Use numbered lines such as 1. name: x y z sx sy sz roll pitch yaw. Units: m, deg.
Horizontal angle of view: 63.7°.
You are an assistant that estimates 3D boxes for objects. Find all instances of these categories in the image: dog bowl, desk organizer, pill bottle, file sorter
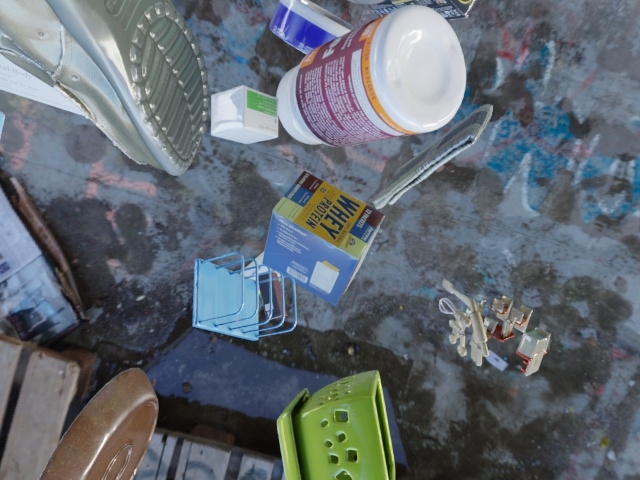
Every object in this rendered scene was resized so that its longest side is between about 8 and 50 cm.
1. dog bowl: -0.004 -0.574 1.417 0.264 0.265 0.104 30 115 -1
2. desk organizer: -0.135 0.155 1.441 0.047 0.050 0.130 -18 76 14
3. pill bottle: 0.082 -0.315 1.072 0.223 0.392 0.224 -2 94 -34
4. file sorter: -0.130 0.100 0.917 0.104 0.170 0.118 -16 65 26

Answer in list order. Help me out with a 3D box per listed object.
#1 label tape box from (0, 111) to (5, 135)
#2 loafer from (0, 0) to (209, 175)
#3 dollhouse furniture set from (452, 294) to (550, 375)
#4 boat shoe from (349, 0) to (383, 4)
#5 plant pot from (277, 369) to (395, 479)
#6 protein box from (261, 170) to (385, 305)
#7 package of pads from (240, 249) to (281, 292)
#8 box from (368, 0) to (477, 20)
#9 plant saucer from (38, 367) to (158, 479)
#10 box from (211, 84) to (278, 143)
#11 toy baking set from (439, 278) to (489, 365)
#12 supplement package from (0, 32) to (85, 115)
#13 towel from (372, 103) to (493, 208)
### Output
1. label tape box: -0.593 -0.043 0.683 0.115 0.249 0.348 13 90 14
2. loafer: -0.151 -0.138 0.337 0.087 0.251 0.095 7 60 17
3. dollhouse furniture set: 0.600 0.309 1.687 0.261 0.259 0.135 -9 118 -37
4. boat shoe: 0.017 -0.388 0.529 0.123 0.324 0.117 20 78 28
5. plant pot: 0.035 0.412 1.064 0.206 0.228 0.227 -11 86 9
6. protein box: 0.000 0.000 1.111 0.199 0.201 0.136 29 54 7
7. package of pads: -0.101 0.044 1.671 0.101 0.296 0.229 52 139 2
8. box: 0.194 -0.708 1.353 0.318 0.395 0.097 31 95 -27
9. plant saucer: -0.192 0.199 0.460 0.029 0.168 0.169 21 95 6
10. box: -0.155 -0.254 1.055 0.101 0.101 0.087 -1 87 38
11. toy baking set: 0.410 0.237 1.505 0.030 0.196 0.257 -11 86 -19
12. supplement package: -0.370 -0.346 0.699 0.199 0.263 0.198 16 60 -19
13. towel: 0.304 -0.216 1.360 0.324 0.312 0.056 -36 98 35
